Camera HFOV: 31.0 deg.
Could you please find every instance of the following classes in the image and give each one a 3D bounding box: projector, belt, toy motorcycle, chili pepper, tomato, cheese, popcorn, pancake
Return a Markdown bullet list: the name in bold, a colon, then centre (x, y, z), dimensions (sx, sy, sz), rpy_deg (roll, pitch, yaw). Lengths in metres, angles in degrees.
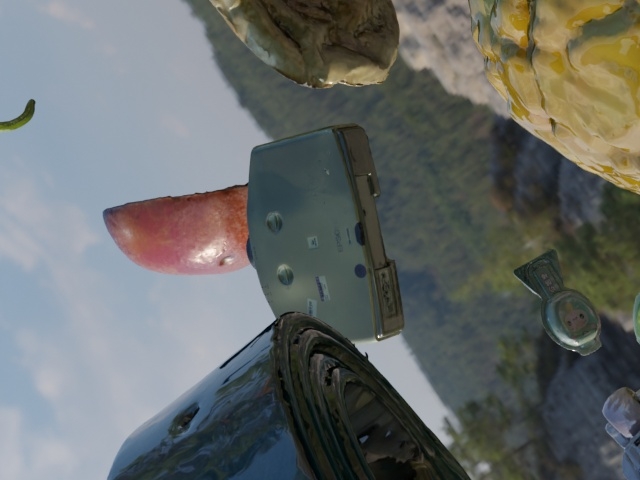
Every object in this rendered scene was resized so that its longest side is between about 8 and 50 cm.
- **projector**: centre (0.000, 0.000, 1.458), dimensions (0.088, 0.193, 0.270), rpy_deg (-13, -88, -52)
- **belt**: centre (0.015, 0.212, 0.721), dimensions (0.300, 0.173, 0.436), rpy_deg (47, -176, -13)
- **toy motorcycle**: centre (0.440, 0.277, 1.423), dimensions (0.112, 0.112, 0.254), rpy_deg (53, -177, -35)
- **chili pepper**: centre (-0.373, -0.148, 1.393), dimensions (0.083, 0.017, 0.030), rpy_deg (-27, -75, -46)
- **tomato**: centre (-0.197, -0.012, 1.942), dimensions (0.338, 0.338, 0.144), rpy_deg (-1, -97, -85)
- **cheese**: centre (0.265, 0.072, 1.267), dimensions (0.121, 0.067, 0.026), rpy_deg (58, 159, 12)
- **popcorn**: centre (0.291, -0.192, 0.910), dimensions (0.344, 0.390, 0.354), rpy_deg (13, -125, -28)
- **pancake**: centre (-0.043, -0.362, 1.592), dimensions (0.387, 0.082, 0.387), rpy_deg (24, -138, -23)

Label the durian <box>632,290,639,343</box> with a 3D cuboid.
- **durian**: centre (0.534, 0.038, 1.413), dimensions (0.255, 0.340, 0.204), rpy_deg (24, -153, -44)
